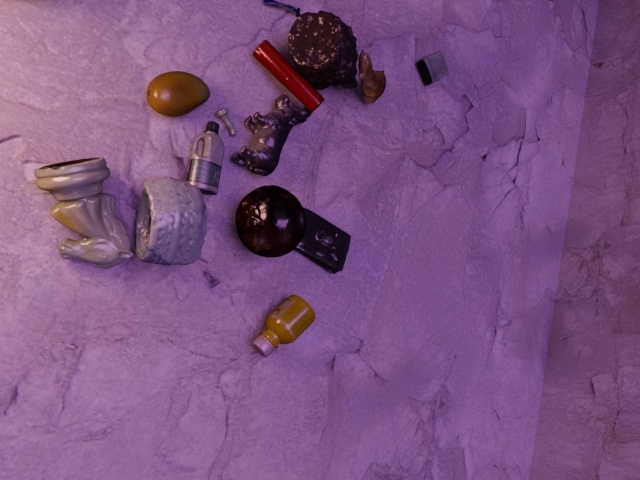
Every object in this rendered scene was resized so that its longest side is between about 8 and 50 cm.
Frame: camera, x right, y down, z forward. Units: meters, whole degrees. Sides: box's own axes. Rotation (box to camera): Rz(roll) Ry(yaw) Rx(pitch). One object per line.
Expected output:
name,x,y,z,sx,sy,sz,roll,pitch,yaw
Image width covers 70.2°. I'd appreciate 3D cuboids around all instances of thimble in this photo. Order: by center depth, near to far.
thimble,-0.414,-0.055,1.273,0.172,0.205,0.249,4,80,-35

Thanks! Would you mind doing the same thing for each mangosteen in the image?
mangosteen,-0.135,-0.064,1.469,0.289,0.232,0.231,-10,93,-58

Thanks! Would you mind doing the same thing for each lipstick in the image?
lipstick,-0.107,-0.557,1.548,0.280,0.073,0.073,44,64,-8

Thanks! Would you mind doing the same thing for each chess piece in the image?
chess piece,-0.612,-0.061,1.192,0.176,0.176,0.297,-22,113,-33
chess piece,-0.298,-0.379,1.471,0.042,0.042,0.093,-39,113,-29

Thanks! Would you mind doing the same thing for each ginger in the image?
ginger,0.191,-0.611,1.699,0.086,0.294,0.131,37,93,17

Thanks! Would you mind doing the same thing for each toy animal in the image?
toy animal,-0.159,-0.373,1.526,0.168,0.106,0.343,42,63,-24

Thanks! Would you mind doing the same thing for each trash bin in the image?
trash bin,0.496,-0.762,2.015,0.130,0.059,0.116,-36,107,-32

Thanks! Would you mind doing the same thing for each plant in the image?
plant,0.028,-0.649,1.612,0.312,0.213,0.215,-3,90,-74

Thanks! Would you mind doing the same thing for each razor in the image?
razor,-0.133,-0.829,1.612,0.155,0.028,0.044,2,87,-34

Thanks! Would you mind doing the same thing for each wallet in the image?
wallet,0.000,0.000,1.648,0.245,0.052,0.168,32,67,-26

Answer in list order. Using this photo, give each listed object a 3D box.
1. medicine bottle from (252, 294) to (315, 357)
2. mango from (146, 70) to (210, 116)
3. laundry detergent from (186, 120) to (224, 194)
medicine bottle,-0.127,0.287,1.499,0.212,0.122,0.121,-42,110,-28
mango,-0.422,-0.438,1.358,0.195,0.092,0.130,-15,95,-38
laundry detergent,-0.350,-0.259,1.409,0.099,0.070,0.225,11,82,-27
